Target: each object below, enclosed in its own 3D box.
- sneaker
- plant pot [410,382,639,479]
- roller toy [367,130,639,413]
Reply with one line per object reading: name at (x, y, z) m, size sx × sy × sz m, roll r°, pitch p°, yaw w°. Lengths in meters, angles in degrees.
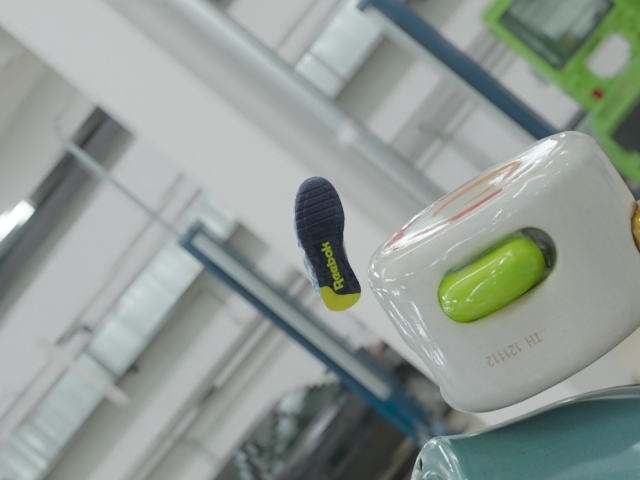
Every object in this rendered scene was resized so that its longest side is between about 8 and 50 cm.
sneaker at (0.000, 0.000, 1.955) m, size 0.053 × 0.144 × 0.059 m, roll -15°, pitch 23°, yaw -9°
plant pot at (0.202, 0.226, 1.372) m, size 0.271 × 0.255 × 0.272 m, roll 180°, pitch 90°, yaw -77°
roller toy at (0.146, 0.026, 1.367) m, size 0.209 × 0.146 × 0.191 m, roll -37°, pitch 8°, yaw -30°
